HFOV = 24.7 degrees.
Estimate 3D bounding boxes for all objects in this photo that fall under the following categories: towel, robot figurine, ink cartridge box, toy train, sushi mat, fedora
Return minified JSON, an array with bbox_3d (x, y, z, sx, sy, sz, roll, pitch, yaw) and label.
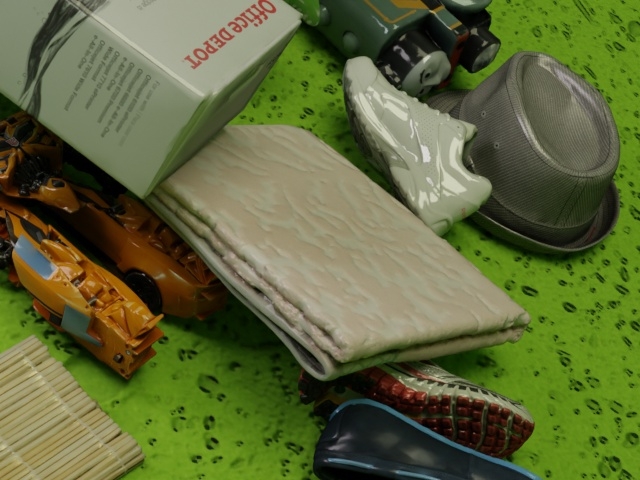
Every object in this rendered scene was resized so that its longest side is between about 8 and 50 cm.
[{"bbox_3d":[0.000,0.000,1.373,0.332,0.053,0.317,43,27,27],"label":"towel"},{"bbox_3d":[-0.227,-0.014,1.333,0.291,0.085,0.211,39,43,13],"label":"robot figurine"},{"bbox_3d":[-0.201,-0.209,1.287,0.307,0.129,0.223,37,34,1],"label":"ink cartridge box"},{"bbox_3d":[0.056,-0.300,1.729,0.190,0.142,0.334,-32,69,-30],"label":"toy train"},{"bbox_3d":[-0.293,0.192,1.148,0.151,0.019,0.316,41,44,17],"label":"sushi mat"},{"bbox_3d":[0.241,-0.118,1.637,0.244,0.124,0.275,9,45,-19],"label":"fedora"}]

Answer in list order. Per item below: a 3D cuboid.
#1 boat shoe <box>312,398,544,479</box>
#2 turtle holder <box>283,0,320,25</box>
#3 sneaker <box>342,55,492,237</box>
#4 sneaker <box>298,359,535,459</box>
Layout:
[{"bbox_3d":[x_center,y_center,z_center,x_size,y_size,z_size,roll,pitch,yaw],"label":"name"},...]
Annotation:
[{"bbox_3d":[0.112,0.235,1.264,0.258,0.109,0.089,21,47,18],"label":"boat shoe"},{"bbox_3d":[-0.142,-0.344,1.534,0.227,0.320,0.243,-16,52,-19],"label":"turtle holder"},{"bbox_3d":[0.105,-0.109,1.566,0.115,0.090,0.232,-25,68,-9],"label":"sneaker"},{"bbox_3d":[0.094,0.133,1.347,0.225,0.088,0.092,22,38,-8],"label":"sneaker"}]
